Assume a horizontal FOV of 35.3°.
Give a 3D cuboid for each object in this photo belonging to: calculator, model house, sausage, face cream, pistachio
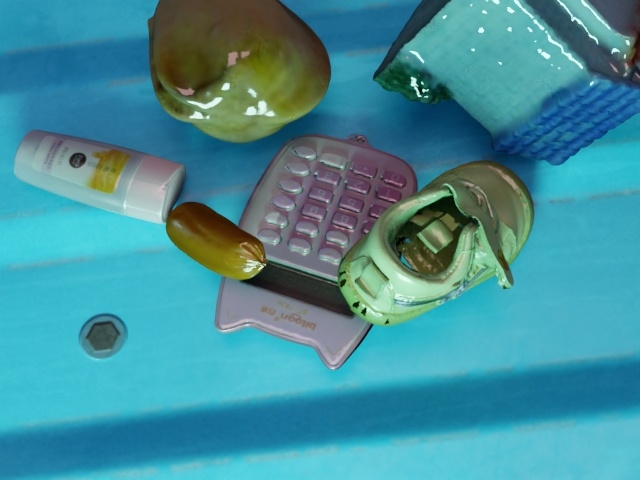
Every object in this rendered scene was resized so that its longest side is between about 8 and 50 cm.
[{"bbox_3d":[0.000,0.001,1.174,0.194,0.043,0.294,17,66,12],"label":"calculator"},{"bbox_3d":[0.292,-0.232,1.173,0.329,0.252,0.295,36,49,-6],"label":"model house"},{"bbox_3d":[-0.124,0.000,1.143,0.183,0.054,0.062,32,115,46],"label":"sausage"},{"bbox_3d":[-0.266,-0.080,1.214,0.198,0.057,0.084,14,66,10],"label":"face cream"},{"bbox_3d":[-0.102,-0.236,1.220,0.212,0.163,0.261,-1,52,-18],"label":"pistachio"}]

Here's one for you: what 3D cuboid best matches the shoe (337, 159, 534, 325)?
[{"bbox_3d":[0.142,0.004,1.106,0.262,0.128,0.140,-31,91,-22],"label":"shoe"}]
